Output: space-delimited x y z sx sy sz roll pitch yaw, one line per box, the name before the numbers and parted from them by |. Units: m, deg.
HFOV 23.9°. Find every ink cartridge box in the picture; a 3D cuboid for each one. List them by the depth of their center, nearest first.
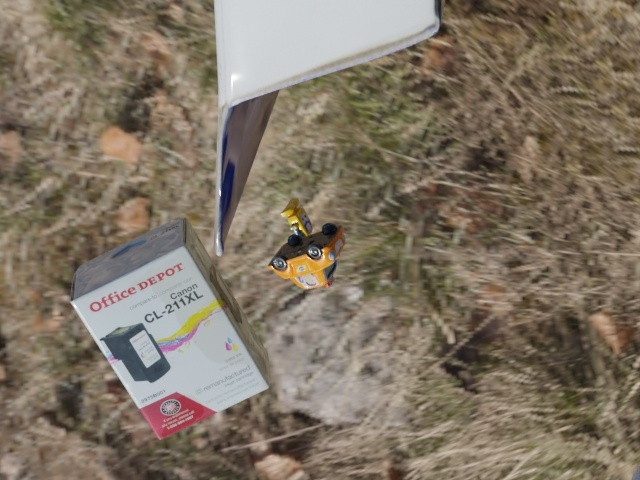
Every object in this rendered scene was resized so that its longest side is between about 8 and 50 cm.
ink cartridge box | 0.007 -0.175 0.394 0.065 0.165 0.333 3 121 5
ink cartridge box | -0.145 0.085 1.461 0.127 0.072 0.175 -26 113 7

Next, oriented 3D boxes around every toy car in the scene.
toy car | 0.000 0.000 1.111 0.060 0.122 0.040 -25 109 17

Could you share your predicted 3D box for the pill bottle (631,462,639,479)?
pill bottle | 0.162 0.100 0.434 0.137 0.078 0.078 2 89 36
